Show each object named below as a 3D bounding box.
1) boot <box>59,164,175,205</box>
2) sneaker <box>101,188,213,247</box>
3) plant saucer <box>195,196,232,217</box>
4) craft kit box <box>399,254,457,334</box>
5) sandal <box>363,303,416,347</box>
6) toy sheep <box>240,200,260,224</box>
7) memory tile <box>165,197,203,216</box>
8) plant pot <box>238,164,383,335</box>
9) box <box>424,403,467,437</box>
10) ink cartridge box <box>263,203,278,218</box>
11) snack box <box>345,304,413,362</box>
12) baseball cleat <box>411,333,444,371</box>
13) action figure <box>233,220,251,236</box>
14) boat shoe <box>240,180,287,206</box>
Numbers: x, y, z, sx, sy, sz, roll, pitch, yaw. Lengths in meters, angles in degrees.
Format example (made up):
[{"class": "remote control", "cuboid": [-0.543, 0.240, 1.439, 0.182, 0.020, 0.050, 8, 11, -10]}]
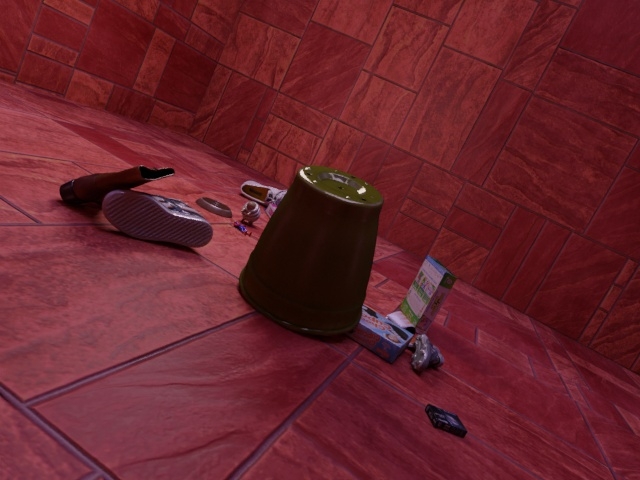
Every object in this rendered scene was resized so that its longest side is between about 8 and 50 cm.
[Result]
[{"class": "boot", "cuboid": [-0.544, -0.179, 1.397, 0.280, 0.096, 0.264, -13, 0, 17]}, {"class": "sneaker", "cuboid": [-0.470, -0.067, 1.393, 0.321, 0.126, 0.127, 24, 10, -42]}, {"class": "plant saucer", "cuboid": [-0.451, -0.147, 2.099, 0.168, 0.029, 0.168, 25, 11, -5]}, {"class": "craft kit box", "cuboid": [0.398, 0.201, 1.845, 0.060, 0.247, 0.250, 28, 10, -8]}, {"class": "sandal", "cuboid": [0.228, 0.258, 1.610, 0.265, 0.076, 0.102, 33, 13, 32]}, {"class": "toy sheep", "cuboid": [-0.302, -0.119, 2.121, 0.091, 0.132, 0.091, 6, 51, -7]}, {"class": "memory tile", "cuboid": [-0.525, -0.127, 1.861, 0.148, 0.012, 0.113, 31, 11, 23]}, {"class": "plant pot", "cuboid": [0.000, 0.000, 1.326, 0.366, 0.353, 0.366, 16, 24, -8]}, {"class": "box", "cuboid": [0.290, 0.417, 1.134, 0.083, 0.018, 0.067, 24, 10, -11]}, {"class": "ink cartridge box", "cuboid": [-0.175, -0.108, 2.506, 0.175, 0.069, 0.371, 22, 9, -22]}, {"class": "snack box", "cuboid": [0.110, 0.238, 1.468, 0.321, 0.060, 0.187, 30, 12, 19]}, {"class": "baseball cleat", "cuboid": [0.322, 0.343, 1.442, 0.109, 0.072, 0.206, 41, 19, 0]}, {"class": "action figure", "cuboid": [-0.317, -0.053, 1.968, 0.038, 0.030, 0.115, 8, 18, -45]}, {"class": "boat shoe", "cuboid": [-0.271, -0.237, 2.699, 0.366, 0.136, 0.156, 23, 10, 0]}]
